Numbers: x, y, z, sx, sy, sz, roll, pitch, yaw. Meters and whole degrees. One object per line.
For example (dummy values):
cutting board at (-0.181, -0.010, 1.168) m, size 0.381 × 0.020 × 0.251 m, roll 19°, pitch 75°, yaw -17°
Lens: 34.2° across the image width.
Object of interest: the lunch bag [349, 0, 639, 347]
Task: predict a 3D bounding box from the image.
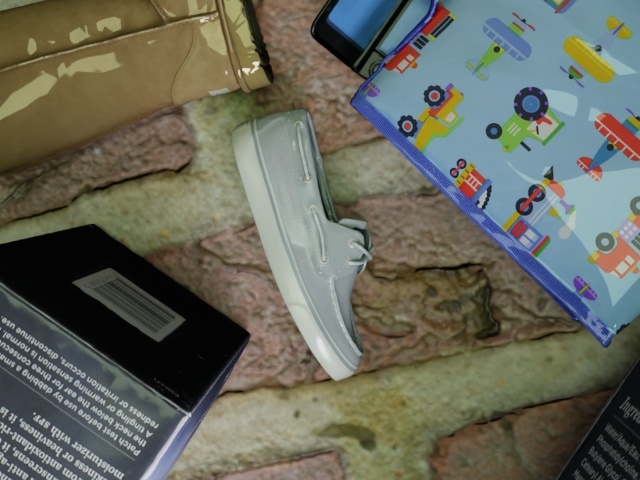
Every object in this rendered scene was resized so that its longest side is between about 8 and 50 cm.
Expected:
lunch bag at (0.183, -0.104, 0.801) m, size 0.293 × 0.138 × 0.221 m, roll 44°, pitch 96°, yaw 1°

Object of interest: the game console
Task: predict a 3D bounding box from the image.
game console at (0.070, -0.182, 0.836) m, size 0.107 × 0.071 × 0.122 m, roll 36°, pitch 96°, yaw 6°

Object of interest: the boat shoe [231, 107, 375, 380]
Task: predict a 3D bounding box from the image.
boat shoe at (0.000, -0.001, 0.850) m, size 0.081 × 0.079 × 0.227 m, roll -21°, pitch 89°, yaw 9°

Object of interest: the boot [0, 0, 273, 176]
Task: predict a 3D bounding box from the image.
boot at (-0.196, -0.194, 0.848) m, size 0.270 × 0.089 × 0.236 m, roll -14°, pitch 92°, yaw 6°

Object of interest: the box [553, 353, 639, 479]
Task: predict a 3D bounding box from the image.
box at (0.384, 0.325, 0.707) m, size 0.480 × 0.297 × 0.471 m, roll 32°, pitch 93°, yaw -8°

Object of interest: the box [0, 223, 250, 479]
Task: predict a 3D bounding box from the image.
box at (-0.215, 0.163, 0.769) m, size 0.183 × 0.296 × 0.294 m, roll 35°, pitch 96°, yaw 1°
